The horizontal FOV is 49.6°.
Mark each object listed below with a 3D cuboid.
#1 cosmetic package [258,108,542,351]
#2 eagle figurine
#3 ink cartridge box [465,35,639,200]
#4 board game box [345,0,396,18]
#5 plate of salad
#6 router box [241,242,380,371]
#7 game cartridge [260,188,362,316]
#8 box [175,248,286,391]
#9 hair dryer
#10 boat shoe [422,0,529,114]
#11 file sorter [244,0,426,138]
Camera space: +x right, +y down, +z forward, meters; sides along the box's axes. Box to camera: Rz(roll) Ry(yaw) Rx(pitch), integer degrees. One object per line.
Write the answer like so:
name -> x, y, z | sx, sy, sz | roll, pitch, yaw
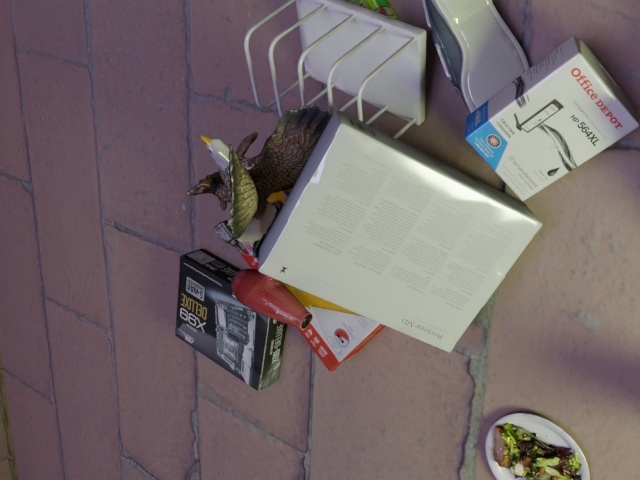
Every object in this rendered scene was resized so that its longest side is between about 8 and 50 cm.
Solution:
cosmetic package -> 0.126, -0.006, 1.156 | 0.378, 0.097, 0.284 | 25, 111, -15
eagle figurine -> -0.118, -0.110, 1.200 | 0.298, 0.225, 0.226 | 3, 86, 55
ink cartridge box -> 0.344, -0.181, 1.046 | 0.148, 0.086, 0.203 | 44, 123, -14
board game box -> 0.055, -0.459, 1.274 | 0.092, 0.043, 0.181 | -32, 84, 41
plate of salad -> 0.394, 0.416, 1.283 | 0.200, 0.048, 0.199 | 13, 112, 36
router box -> 0.018, 0.056, 1.451 | 0.335, 0.082, 0.301 | 51, 130, 15
game cartridge -> 0.000, 0.000, 1.357 | 0.324, 0.053, 0.285 | 5, 107, 38
box -> -0.224, 0.190, 1.701 | 0.308, 0.077, 0.242 | 27, 120, 30
hair dryer -> -0.106, 0.050, 1.385 | 0.224, 0.080, 0.293 | -33, 82, 43
boat shoe -> 0.254, -0.311, 1.145 | 0.099, 0.116, 0.319 | -136, 20, -82
file sorter -> 0.023, -0.291, 1.226 | 0.278, 0.173, 0.192 | 31, 150, 29
